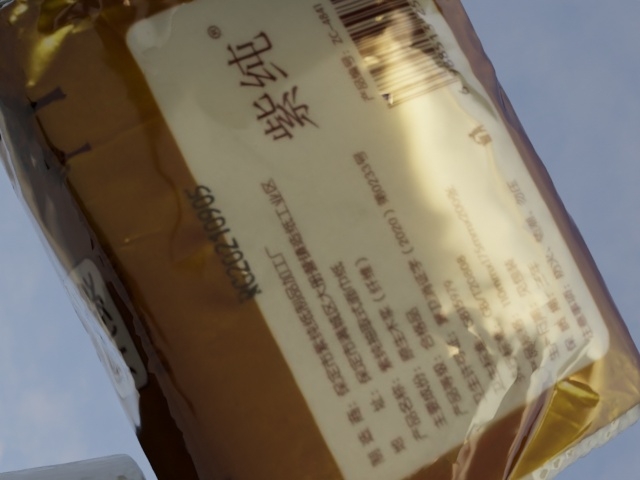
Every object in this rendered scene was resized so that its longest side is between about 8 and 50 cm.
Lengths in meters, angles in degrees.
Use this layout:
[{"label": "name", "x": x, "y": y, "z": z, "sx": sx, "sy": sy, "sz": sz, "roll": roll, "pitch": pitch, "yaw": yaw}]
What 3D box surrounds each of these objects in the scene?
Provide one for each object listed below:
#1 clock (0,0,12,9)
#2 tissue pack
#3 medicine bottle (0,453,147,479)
[{"label": "clock", "x": -0.215, "y": -0.109, "z": 0.622, "sx": 0.280, "sy": 0.280, "sz": 0.055, "roll": 0, "pitch": -63, "yaw": 33}, {"label": "tissue pack", "x": 0.000, "y": 0.000, "z": 0.423, "sx": 0.226, "sy": 0.183, "sz": 0.092, "roll": 64, "pitch": -25, "yaw": 2}, {"label": "medicine bottle", "x": -0.242, "y": 0.211, "z": 0.451, "sx": 0.211, "sy": 0.371, "sz": 0.211, "roll": 173, "pitch": -90, "yaw": -72}]
